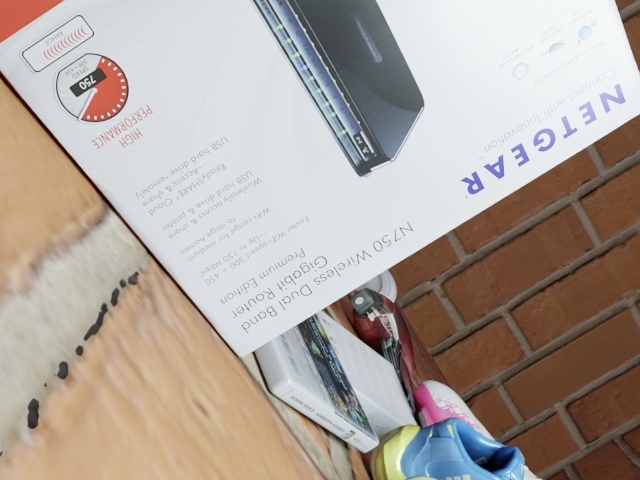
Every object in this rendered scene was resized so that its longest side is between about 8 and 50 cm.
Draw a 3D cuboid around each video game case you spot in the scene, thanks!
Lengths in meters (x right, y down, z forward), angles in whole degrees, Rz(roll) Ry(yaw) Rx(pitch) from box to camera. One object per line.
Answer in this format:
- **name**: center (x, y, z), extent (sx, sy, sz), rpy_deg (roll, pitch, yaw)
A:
- **video game case**: center (-0.026, 0.084, 0.667), extent (0.173, 0.022, 0.190), rpy_deg (47, 11, -49)

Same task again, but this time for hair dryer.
- **hair dryer**: center (0.104, 0.192, 1.199), extent (0.293, 0.080, 0.223), rpy_deg (21, 53, -73)

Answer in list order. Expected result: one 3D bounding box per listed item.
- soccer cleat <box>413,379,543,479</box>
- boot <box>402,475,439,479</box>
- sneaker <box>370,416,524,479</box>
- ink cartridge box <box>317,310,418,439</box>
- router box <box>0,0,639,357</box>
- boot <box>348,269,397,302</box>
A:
- **soccer cleat**: center (0.212, 0.298, 0.817), extent (0.116, 0.143, 0.331), rpy_deg (90, -21, -69)
- **boot**: center (0.123, 0.299, 0.570), extent (0.213, 0.077, 0.165), rpy_deg (58, 7, -11)
- **sneaker**: center (0.153, 0.265, 0.683), extent (0.240, 0.126, 0.091), rpy_deg (51, 32, 0)
- **ink cartridge box**: center (0.025, 0.147, 0.830), extent (0.179, 0.045, 0.145), rpy_deg (36, 14, -22)
- **router box**: center (0.004, -0.129, 0.476), extent (0.301, 0.335, 0.082), rpy_deg (55, 5, -28)
- **boot**: center (0.047, 0.029, 1.463), extent (0.123, 0.095, 0.258), rpy_deg (45, 5, -45)
